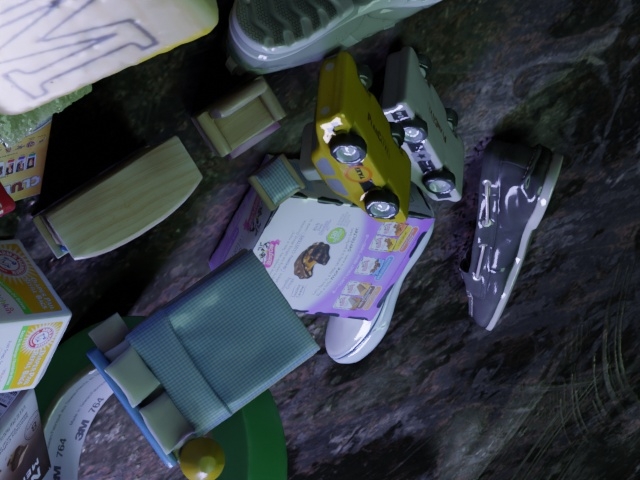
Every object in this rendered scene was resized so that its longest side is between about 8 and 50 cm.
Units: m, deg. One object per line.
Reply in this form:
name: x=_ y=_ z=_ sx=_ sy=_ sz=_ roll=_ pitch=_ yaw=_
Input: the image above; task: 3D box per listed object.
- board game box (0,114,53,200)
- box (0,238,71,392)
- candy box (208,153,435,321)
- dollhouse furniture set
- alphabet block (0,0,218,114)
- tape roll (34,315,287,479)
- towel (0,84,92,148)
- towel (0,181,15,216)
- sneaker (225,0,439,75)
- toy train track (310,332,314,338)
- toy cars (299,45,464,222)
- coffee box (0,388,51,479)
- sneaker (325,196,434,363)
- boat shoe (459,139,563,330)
board game box: x=-0.347 y=-0.078 z=1.516 sx=0.243 sy=0.042 sz=0.165 roll=-19 pitch=145 yaw=-33
box: x=-0.355 y=0.077 z=1.647 sx=0.203 sy=0.114 sz=0.103 roll=-5 pitch=135 yaw=-44
candy box: x=0.000 y=0.000 z=1.941 sx=0.196 sy=0.070 sz=0.165 roll=9 pitch=128 yaw=-30
dollhouse furniture set: x=-0.086 y=0.042 z=1.662 sx=0.286 sy=0.303 sz=0.198 roll=-34 pitch=-171 yaw=-11
alphabet block: x=-0.209 y=-0.234 z=1.260 sx=0.193 sy=0.192 sz=0.197 roll=-20 pitch=153 yaw=15
tape roll: x=-0.189 y=0.242 z=1.855 sx=0.321 sy=0.321 sz=0.077 roll=-47 pitch=150 yaw=13
towel: x=-0.254 y=-0.161 z=1.466 sx=0.110 sy=0.027 sz=0.148 roll=-38 pitch=128 yaw=-22
towel: x=-0.393 y=-0.059 z=1.326 sx=0.275 sy=0.199 sz=0.031 roll=-23 pitch=162 yaw=-32
sneaker: x=0.020 y=-0.238 z=1.696 sx=0.281 sy=0.105 sz=0.115 roll=-22 pitch=170 yaw=-27
toy train track: x=-0.047 y=0.130 z=2.185 sx=0.083 sy=0.014 sz=0.048 roll=-22 pitch=154 yaw=-19
toy cars: x=0.058 y=-0.107 z=1.821 sx=0.087 sy=0.176 sz=0.394 roll=-9 pitch=-176 yaw=21
coffee box: x=-0.400 y=0.274 z=1.740 sx=0.297 sy=0.119 sz=0.168 roll=-57 pitch=161 yaw=-33
sneaker: x=0.045 y=0.042 z=2.110 sx=0.091 sy=0.094 sz=0.258 roll=4 pitch=128 yaw=-27
boat shoe: x=0.224 y=-0.012 z=2.242 sx=0.335 sy=0.095 sz=0.112 roll=104 pitch=9 yaw=-52
